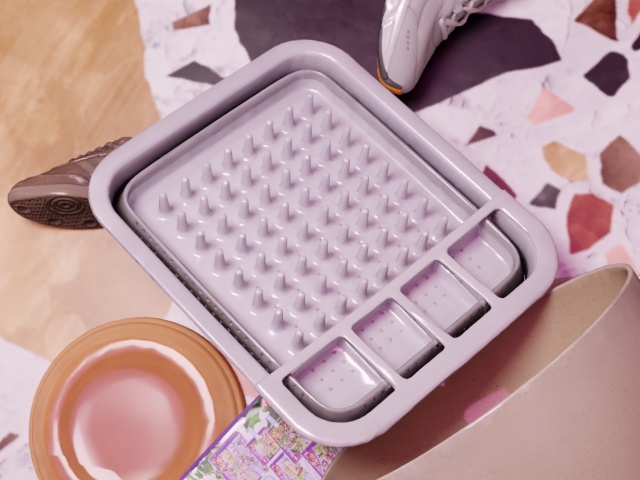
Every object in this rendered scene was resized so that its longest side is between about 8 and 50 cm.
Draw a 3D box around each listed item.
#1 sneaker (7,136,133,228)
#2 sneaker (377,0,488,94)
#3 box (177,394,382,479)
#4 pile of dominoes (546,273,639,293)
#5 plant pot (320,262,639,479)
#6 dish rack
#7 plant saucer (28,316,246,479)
[{"bbox_3d":[-0.192,-0.058,1.135,0.188,0.066,0.071,-3,62,0],"label":"sneaker"},{"bbox_3d":[0.137,-0.245,1.117,0.121,0.099,0.262,23,83,5],"label":"sneaker"},{"bbox_3d":[0.001,0.285,1.022,0.293,0.057,0.201,43,85,4],"label":"box"},{"bbox_3d":[0.239,0.147,1.029,0.196,0.040,0.251,-10,78,19],"label":"pile of dominoes"},{"bbox_3d":[0.167,0.176,0.914,0.284,0.284,0.191,-36,90,-2],"label":"plant pot"},{"bbox_3d":[0.000,0.000,1.041,0.285,0.072,0.333,-37,70,-24],"label":"dish rack"},{"bbox_3d":[-0.166,0.165,1.092,0.200,0.037,0.200,-1,79,5],"label":"plant saucer"}]
